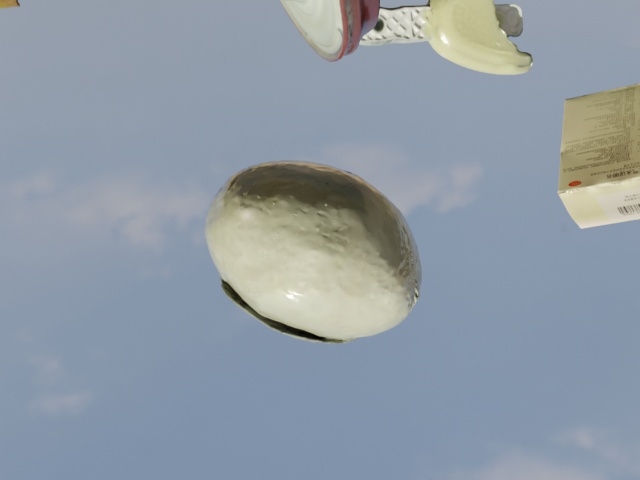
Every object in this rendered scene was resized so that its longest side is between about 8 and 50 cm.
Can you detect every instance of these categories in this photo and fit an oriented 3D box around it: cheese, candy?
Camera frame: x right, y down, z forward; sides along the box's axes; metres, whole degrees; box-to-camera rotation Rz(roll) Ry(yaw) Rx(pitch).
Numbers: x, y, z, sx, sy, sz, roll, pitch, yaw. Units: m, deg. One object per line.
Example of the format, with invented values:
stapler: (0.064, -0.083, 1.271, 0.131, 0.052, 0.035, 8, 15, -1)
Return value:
cheese: (0.140, -0.251, 1.659, 0.235, 0.127, 0.050, -7, -176, -22)
candy: (0.000, 0.000, 1.747, 0.295, 0.185, 0.295, 19, -153, -10)

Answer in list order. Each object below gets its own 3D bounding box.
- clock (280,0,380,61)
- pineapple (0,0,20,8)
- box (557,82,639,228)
clock: (-0.040, -0.321, 1.365, 0.080, 0.318, 0.318, -25, -148, -9)
pineapple: (-0.391, -0.279, 1.608, 0.114, 0.077, 0.114, -37, -165, -18)
box: (0.431, -0.119, 1.878, 0.212, 0.095, 0.168, -10, -130, 29)
